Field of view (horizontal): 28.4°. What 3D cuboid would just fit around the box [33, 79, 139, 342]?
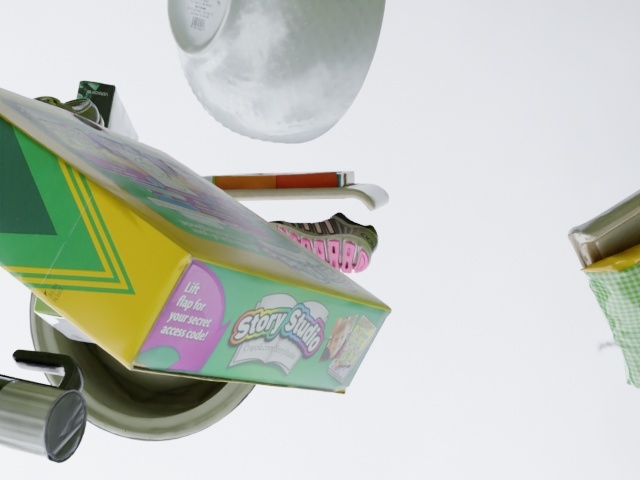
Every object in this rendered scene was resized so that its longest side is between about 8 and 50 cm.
[{"bbox_3d":[-0.320,-0.032,1.755,0.058,0.322,0.232,7,167,2],"label":"box"}]

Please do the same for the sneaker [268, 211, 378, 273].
[{"bbox_3d":[0.000,0.000,1.585,0.170,0.063,0.075,6,-151,30],"label":"sneaker"}]

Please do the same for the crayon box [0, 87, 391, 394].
[{"bbox_3d":[-0.146,0.001,1.087,0.313,0.106,0.363,35,-173,27],"label":"crayon box"}]

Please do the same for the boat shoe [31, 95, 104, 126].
[{"bbox_3d":[-0.315,-0.126,1.435,0.081,0.069,0.228,-8,-159,20],"label":"boat shoe"}]

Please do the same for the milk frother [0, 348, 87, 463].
[{"bbox_3d":[-0.348,0.168,1.420,0.134,0.129,0.143,8,161,22],"label":"milk frother"}]

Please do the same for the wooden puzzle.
[{"bbox_3d":[-0.039,-0.069,1.591,0.238,0.044,0.221,4,-175,8],"label":"wooden puzzle"}]

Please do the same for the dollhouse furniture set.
[{"bbox_3d":[0.383,0.012,1.043,0.197,0.301,0.151,59,179,-27],"label":"dollhouse furniture set"}]

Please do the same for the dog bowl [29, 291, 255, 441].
[{"bbox_3d":[-0.260,0.120,2.090,0.408,0.408,0.150,27,180,7],"label":"dog bowl"}]

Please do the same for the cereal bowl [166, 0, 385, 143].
[{"bbox_3d":[-0.075,-0.279,1.427,0.141,0.339,0.339,2,-145,-34],"label":"cereal bowl"}]
